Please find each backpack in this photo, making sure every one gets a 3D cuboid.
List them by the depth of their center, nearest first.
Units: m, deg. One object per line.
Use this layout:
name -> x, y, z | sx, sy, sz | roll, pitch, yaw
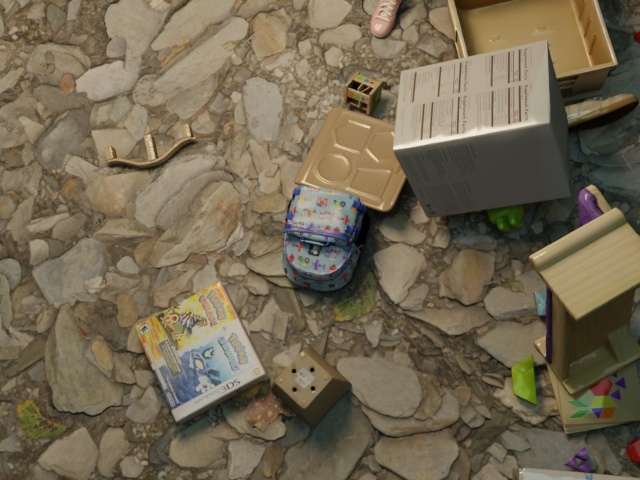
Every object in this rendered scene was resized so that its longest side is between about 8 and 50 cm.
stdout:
backpack -> 0.000, 0.000, 1.582 | 0.158, 0.117, 0.173 | 15, 76, 12

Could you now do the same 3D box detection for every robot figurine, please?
robot figurine -> 0.338, -0.074, 1.580 | 0.101, 0.067, 0.115 | -24, 68, 34

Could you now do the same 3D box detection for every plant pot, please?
plant pot -> -0.024, 0.255, 1.514 | 0.109, 0.096, 0.109 | 40, 83, 18

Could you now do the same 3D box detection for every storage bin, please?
storage bin -> 0.398, -0.396, 1.645 | 0.260, 0.123, 0.262 | -11, 72, 4

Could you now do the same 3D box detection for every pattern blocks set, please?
pattern blocks set -> 0.477, 0.239, 1.480 | 0.285, 0.026, 0.325 | 3, 73, 9

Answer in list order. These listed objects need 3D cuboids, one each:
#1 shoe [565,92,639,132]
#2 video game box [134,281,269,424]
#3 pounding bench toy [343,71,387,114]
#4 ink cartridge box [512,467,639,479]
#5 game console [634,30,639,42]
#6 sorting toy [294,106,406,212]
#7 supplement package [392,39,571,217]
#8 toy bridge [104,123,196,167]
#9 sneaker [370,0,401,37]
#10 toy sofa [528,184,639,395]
shoe -> 0.488, -0.240, 1.606 | 0.219, 0.076, 0.058 | -19, 76, 4
video game box -> -0.222, 0.208, 1.586 | 0.187, 0.048, 0.205 | -28, 71, -4
pounding bench toy -> 0.089, -0.304, 1.698 | 0.065, 0.052, 0.083 | 25, 52, 16
ink cartridge box -> 0.418, 0.419, 1.364 | 0.212, 0.154, 0.093 | 5, 75, 9
game console -> 0.707, -0.374, 1.649 | 0.144, 0.085, 0.124 | -26, 102, 0
sorting toy -> 0.077, -0.156, 1.652 | 0.208, 0.038, 0.193 | 17, 65, 18
supplement package -> 0.289, -0.190, 1.499 | 0.262, 0.199, 0.198 | -8, 52, 23
toy bridge -> -0.344, -0.184, 1.740 | 0.188, 0.026, 0.063 | -15, 73, 4
sneaker -> 0.138, -0.487, 1.741 | 0.051, 0.070, 0.134 | 23, 78, 13
toy sofa -> 0.407, 0.088, 1.333 | 0.150, 0.362, 0.177 | -30, 59, -2
